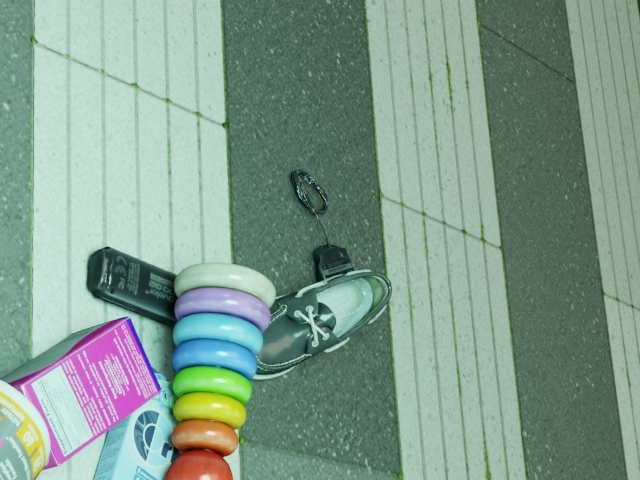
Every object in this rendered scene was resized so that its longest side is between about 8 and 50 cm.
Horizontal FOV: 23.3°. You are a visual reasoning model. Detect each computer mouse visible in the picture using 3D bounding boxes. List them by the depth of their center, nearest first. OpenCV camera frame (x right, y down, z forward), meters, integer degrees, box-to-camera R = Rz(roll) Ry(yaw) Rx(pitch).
[{"bbox_3d":[0.000,0.000,2.519,0.071,0.041,0.242,-12,79,-39],"label":"computer mouse"}]

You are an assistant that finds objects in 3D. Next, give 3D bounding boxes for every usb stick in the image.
[{"bbox_3d":[-0.214,0.081,2.174,0.278,0.045,0.077,26,61,-46],"label":"usb stick"}]

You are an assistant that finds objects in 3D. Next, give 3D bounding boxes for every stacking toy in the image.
[{"bbox_3d":[-0.147,0.202,2.068,0.141,0.141,0.330,31,57,-43],"label":"stacking toy"}]

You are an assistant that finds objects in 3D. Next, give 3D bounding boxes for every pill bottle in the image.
[{"bbox_3d":[-0.424,0.285,1.688,0.162,0.162,0.278,56,37,-21],"label":"pill bottle"}]

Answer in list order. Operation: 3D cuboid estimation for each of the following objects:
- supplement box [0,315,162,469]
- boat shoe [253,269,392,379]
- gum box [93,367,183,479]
[{"bbox_3d":[-0.316,0.193,1.922,0.220,0.111,0.114,-32,102,-54],"label":"supplement box"},{"bbox_3d":[-0.009,0.118,2.364,0.302,0.091,0.114,-35,101,-43],"label":"boat shoe"},{"bbox_3d":[-0.217,0.282,2.077,0.157,0.041,0.184,44,44,-35],"label":"gum box"}]
